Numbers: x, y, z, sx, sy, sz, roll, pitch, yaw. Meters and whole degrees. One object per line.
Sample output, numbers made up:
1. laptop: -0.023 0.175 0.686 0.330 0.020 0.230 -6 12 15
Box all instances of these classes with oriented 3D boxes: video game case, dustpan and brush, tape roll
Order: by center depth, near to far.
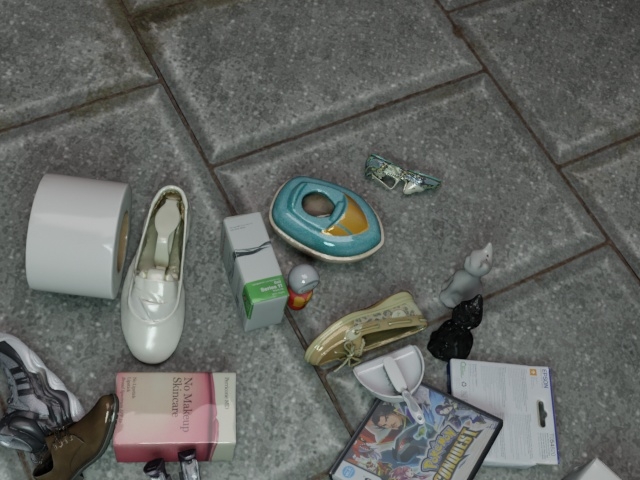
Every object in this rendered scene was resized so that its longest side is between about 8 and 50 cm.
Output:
1. video game case: 0.192 0.417 1.791 0.248 0.035 0.275 23 59 26
2. dustpan and brush: 0.165 0.300 1.830 0.147 0.060 0.211 -21 50 -8
3. tape roll: -0.488 -0.009 1.838 0.169 0.246 0.246 7 61 -5

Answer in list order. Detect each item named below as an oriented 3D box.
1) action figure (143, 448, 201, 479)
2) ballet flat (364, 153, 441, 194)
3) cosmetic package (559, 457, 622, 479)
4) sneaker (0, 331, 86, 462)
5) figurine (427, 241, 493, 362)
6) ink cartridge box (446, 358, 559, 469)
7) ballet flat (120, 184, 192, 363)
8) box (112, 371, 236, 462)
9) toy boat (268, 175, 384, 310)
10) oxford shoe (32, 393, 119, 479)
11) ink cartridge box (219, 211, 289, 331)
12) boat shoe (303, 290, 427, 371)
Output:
1. action figure: -0.242 0.531 1.628 0.185 0.099 0.285 -15 93 -19
2. ballet flat: 0.192 -0.144 2.136 0.188 0.070 0.070 21 60 5
3. cosmetic package: 0.438 0.605 1.683 0.155 0.197 0.365 43 65 14
4. sneaker: -0.587 0.303 1.731 0.268 0.101 0.153 42 61 11
5. figurine: 0.313 0.128 1.913 0.092 0.209 0.215 17 60 0
6. ink cartridge box: 0.380 0.365 1.887 0.224 0.045 0.223 6 60 -5
7. ballet flat: -0.343 0.055 1.892 0.139 0.139 0.400 7 61 -6
8. box: -0.281 0.344 1.745 0.232 0.127 0.149 1 61 -8
9. toy boat: 0.000 0.000 1.968 0.267 0.148 0.318 20 60 2
10. oxford shoe: -0.452 0.370 1.653 0.096 0.227 0.083 31 10 -33
11. ink cartridge box: -0.145 0.066 1.906 0.087 0.153 0.208 -13 65 -17
12. boat shoe: 0.098 0.199 1.900 0.285 0.104 0.089 -26 66 -22
